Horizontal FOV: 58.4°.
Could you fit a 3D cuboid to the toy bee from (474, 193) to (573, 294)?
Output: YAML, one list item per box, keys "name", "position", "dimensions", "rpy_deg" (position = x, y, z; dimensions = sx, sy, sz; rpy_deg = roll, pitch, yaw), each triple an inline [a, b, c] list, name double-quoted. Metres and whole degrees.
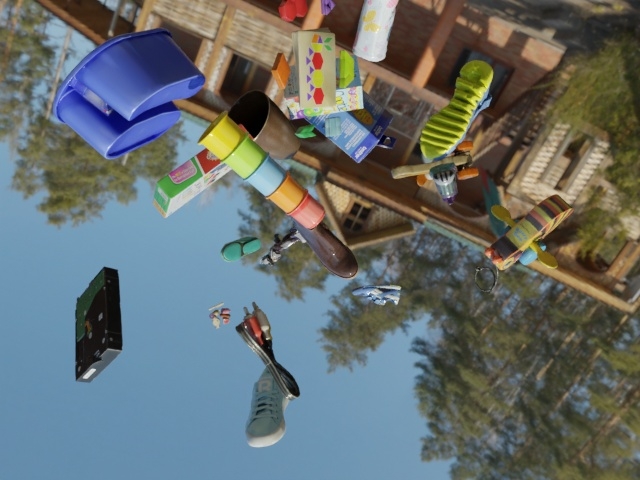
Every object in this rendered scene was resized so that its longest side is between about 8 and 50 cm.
- name: "toy bee"
  position: [0.470, 0.018, 1.367]
  dimensions: [0.195, 0.298, 0.162]
  rpy_deg: [29, -164, 33]

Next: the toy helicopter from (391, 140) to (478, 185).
- name: "toy helicopter"
  position: [0.439, -0.291, 2.300]
  dimensions: [0.355, 0.140, 0.235]
  rpy_deg: [-10, 177, -20]

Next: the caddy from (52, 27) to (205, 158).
- name: "caddy"
  position: [-0.408, -0.327, 1.219]
  dimensions: [0.179, 0.241, 0.341]
  rpy_deg: [44, -149, -4]

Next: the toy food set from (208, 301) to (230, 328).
- name: "toy food set"
  position: [-0.352, 0.270, 2.033]
  dimensions: [0.078, 0.122, 0.019]
  rpy_deg: [-24, -129, -9]

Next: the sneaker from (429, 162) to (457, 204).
- name: "sneaker"
  position: [0.384, -0.177, 1.771]
  dimensions: [0.083, 0.098, 0.224]
  rpy_deg: [-11, -165, 18]

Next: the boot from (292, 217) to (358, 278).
- name: "boot"
  position: [0.000, 0.000, 1.591]
  dimensions: [0.248, 0.090, 0.207]
  rpy_deg: [49, -178, 18]

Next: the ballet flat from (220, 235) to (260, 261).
- name: "ballet flat"
  position: [-0.354, 0.035, 2.393]
  dimensions: [0.087, 0.083, 0.247]
  rpy_deg: [5, -166, 32]

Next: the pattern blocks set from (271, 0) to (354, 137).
- name: "pattern blocks set"
  position: [-0.013, -0.400, 1.324]
  dimensions: [0.026, 0.325, 0.285]
  rpy_deg: [10, -170, 37]

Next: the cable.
- name: "cable"
  position: [-0.137, 0.302, 1.555]
  dimensions: [0.287, 0.072, 0.139]
  rpy_deg: [56, -168, 11]

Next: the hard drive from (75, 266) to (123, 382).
- name: "hard drive"
  position: [-0.779, 0.292, 2.006]
  dimensions: [0.064, 0.237, 0.339]
  rpy_deg: [20, -141, -42]

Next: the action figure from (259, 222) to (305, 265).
- name: "action figure"
  position: [-0.162, 0.012, 2.533]
  dimensions: [0.099, 0.285, 0.185]
  rpy_deg: [46, -167, -24]

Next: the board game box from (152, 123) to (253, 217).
- name: "board game box"
  position: [-0.368, -0.211, 1.775]
  dimensions: [0.064, 0.316, 0.242]
  rpy_deg: [51, 158, -4]

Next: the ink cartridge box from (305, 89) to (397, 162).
- name: "ink cartridge box"
  position: [0.131, -0.500, 2.347]
  dimensions: [0.395, 0.151, 0.270]
  rpy_deg: [40, -141, -8]

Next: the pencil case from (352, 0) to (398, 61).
- name: "pencil case"
  position: [0.187, -0.721, 1.851]
  dimensions: [0.113, 0.273, 0.124]
  rpy_deg: [28, -136, 16]

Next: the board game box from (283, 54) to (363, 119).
- name: "board game box"
  position: [0.009, -0.554, 2.081]
  dimensions: [0.275, 0.144, 0.142]
  rpy_deg: [-8, 159, 4]

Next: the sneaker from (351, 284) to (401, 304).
- name: "sneaker"
  position: [0.162, 0.158, 1.659]
  dimensions: [0.144, 0.059, 0.053]
  rpy_deg: [1, 176, 0]

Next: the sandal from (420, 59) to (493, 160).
- name: "sandal"
  position: [0.422, -0.372, 1.724]
  dimensions: [0.126, 0.317, 0.138]
  rpy_deg: [39, -172, 28]

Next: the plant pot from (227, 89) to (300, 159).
- name: "plant pot"
  position: [-0.184, -0.377, 2.015]
  dimensions: [0.230, 0.215, 0.215]
  rpy_deg: [26, -165, -48]

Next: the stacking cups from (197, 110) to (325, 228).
- name: "stacking cups"
  position: [-0.121, -0.147, 1.270]
  dimensions: [0.316, 0.096, 0.096]
  rpy_deg: [40, -165, -24]

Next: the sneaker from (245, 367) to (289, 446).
- name: "sneaker"
  position: [-0.182, 0.520, 1.863]
  dimensions: [0.135, 0.150, 0.366]
  rpy_deg: [-12, -166, 4]
